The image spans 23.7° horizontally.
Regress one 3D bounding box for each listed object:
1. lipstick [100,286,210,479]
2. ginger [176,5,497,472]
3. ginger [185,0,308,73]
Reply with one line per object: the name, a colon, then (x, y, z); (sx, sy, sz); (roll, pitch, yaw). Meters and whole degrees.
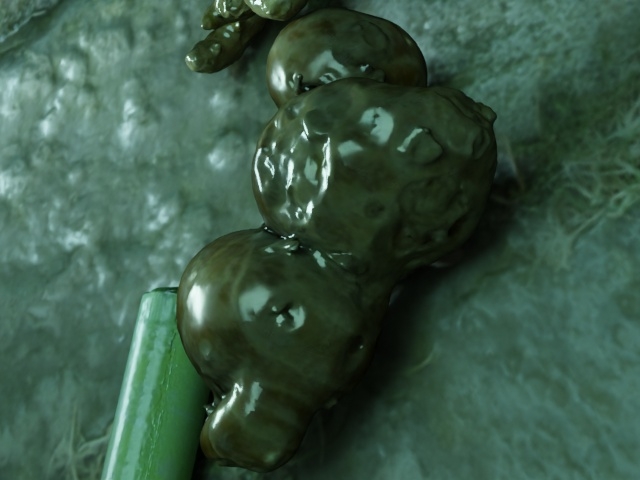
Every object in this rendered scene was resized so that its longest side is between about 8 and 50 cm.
lipstick: (-0.141, 0.187, 1.242); (0.076, 0.076, 0.304); (1, 71, 35)
ginger: (0.000, 0.000, 1.171); (0.256, 0.176, 0.375); (19, 84, 56)
ginger: (-0.036, -0.229, 1.280); (0.149, 0.065, 0.258); (-59, 10, -21)
